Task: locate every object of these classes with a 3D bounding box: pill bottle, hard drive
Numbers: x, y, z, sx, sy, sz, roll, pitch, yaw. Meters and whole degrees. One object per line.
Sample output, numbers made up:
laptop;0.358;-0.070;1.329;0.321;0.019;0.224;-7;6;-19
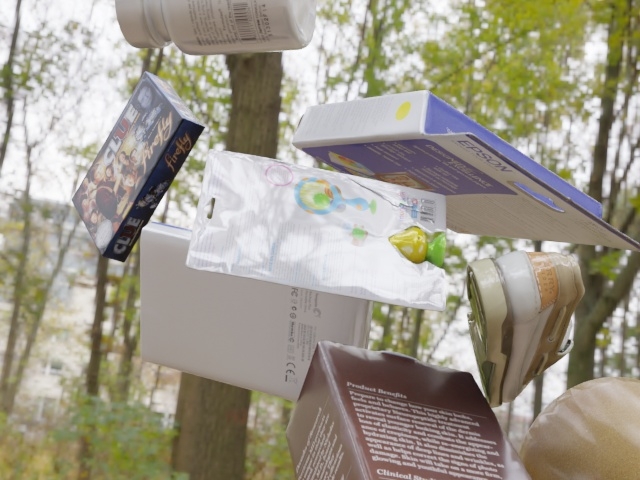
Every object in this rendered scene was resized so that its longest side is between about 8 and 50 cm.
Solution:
pill bottle;-0.130;-0.297;1.168;0.229;0.131;0.131;0;-14;16
hard drive;-0.091;0.105;1.265;0.319;0.210;0.040;12;26;15

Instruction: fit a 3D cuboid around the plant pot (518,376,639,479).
plant pot;0.376;0.307;1.060;0.237;0.237;0.254;9;9;-8

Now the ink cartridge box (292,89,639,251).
ink cartridge box;0.172;-0.077;1.069;0.303;0.072;0.307;27;-14;-33

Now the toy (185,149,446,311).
toy;0.000;0.000;0.891;0.237;0.137;0.056;9;-35;-4

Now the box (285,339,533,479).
box;0.094;0.258;0.891;0.191;0.143;0.381;14;22;-15

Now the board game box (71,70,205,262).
board game box;-0.279;-0.112;1.408;0.042;0.243;0.165;20;20;-41

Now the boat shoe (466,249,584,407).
boat shoe;0.214;0.100;0.990;0.103;0.113;0.302;-14;-23;2
